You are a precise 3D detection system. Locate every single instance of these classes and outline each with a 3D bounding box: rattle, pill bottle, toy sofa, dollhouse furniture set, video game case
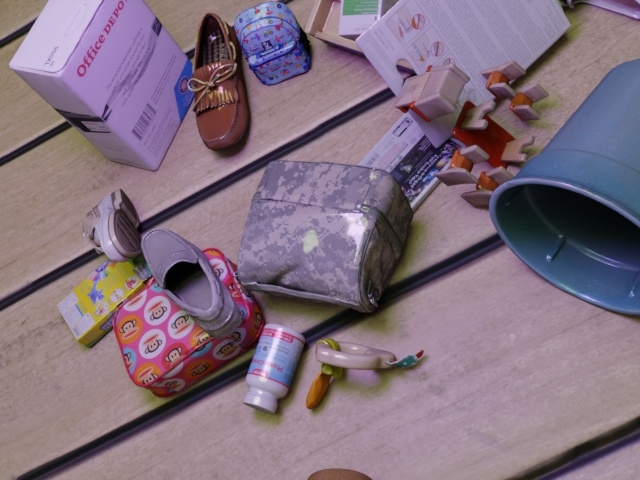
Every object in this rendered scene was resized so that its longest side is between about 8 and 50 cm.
[{"bbox_3d":[0.083,0.259,1.494,0.200,0.130,0.142,10,78,-2],"label":"rattle"},{"bbox_3d":[-0.093,0.249,1.557,0.087,0.087,0.160,9,68,26],"label":"pill bottle"},{"bbox_3d":[0.163,-0.472,1.809,0.363,0.177,0.150,26,101,31],"label":"toy sofa"},{"bbox_3d":[0.288,-0.232,1.570,0.135,0.259,0.262,-4,57,58],"label":"dollhouse furniture set"},{"bbox_3d":[0.186,-0.167,1.698,0.190,0.022,0.173,-48,57,-7],"label":"video game case"}]

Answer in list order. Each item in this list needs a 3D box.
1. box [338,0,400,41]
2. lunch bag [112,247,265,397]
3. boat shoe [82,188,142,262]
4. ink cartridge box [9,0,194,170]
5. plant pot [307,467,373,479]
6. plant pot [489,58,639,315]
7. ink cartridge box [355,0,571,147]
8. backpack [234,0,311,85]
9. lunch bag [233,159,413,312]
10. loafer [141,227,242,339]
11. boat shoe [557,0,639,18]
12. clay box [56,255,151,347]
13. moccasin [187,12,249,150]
[{"bbox_3d":[0.106,-0.464,1.680,0.101,0.102,0.087,8,97,32],"label":"box"},{"bbox_3d":[-0.284,0.155,1.664,0.293,0.120,0.258,-32,57,4],"label":"lunch bag"},{"bbox_3d":[-0.467,-0.017,1.785,0.103,0.113,0.302,-30,23,0],"label":"boat shoe"},{"bbox_3d":[-0.479,-0.390,1.862,0.166,0.395,0.285,13,70,27],"label":"ink cartridge box"},{"bbox_3d":[0.027,0.517,1.310,0.237,0.237,0.254,-10,46,18],"label":"plant pot"},{"bbox_3d":[0.520,-0.107,1.368,0.341,0.341,0.334,25,68,31],"label":"plant pot"},{"bbox_3d":[0.283,-0.427,1.627,0.385,0.308,0.091,-43,29,1],"label":"ink cartridge box"},{"bbox_3d":[-0.117,-0.470,1.887,0.158,0.173,0.116,-16,59,13],"label":"backpack"},{"bbox_3d":[0.000,0.000,1.571,0.305,0.212,0.256,9,65,26],"label":"lunch bag"},{"bbox_3d":[-0.266,0.065,1.574,0.112,0.111,0.319,-44,53,-8],"label":"loafer"},{"bbox_3d":[0.534,-0.548,1.699,0.367,0.136,0.156,28,80,21],"label":"boat shoe"},{"bbox_3d":[-0.474,0.119,1.800,0.222,0.053,0.127,-41,54,-3],"label":"clay box"},{"bbox_3d":[-0.245,-0.382,1.909,0.139,0.147,0.379,-9,61,18],"label":"moccasin"}]
